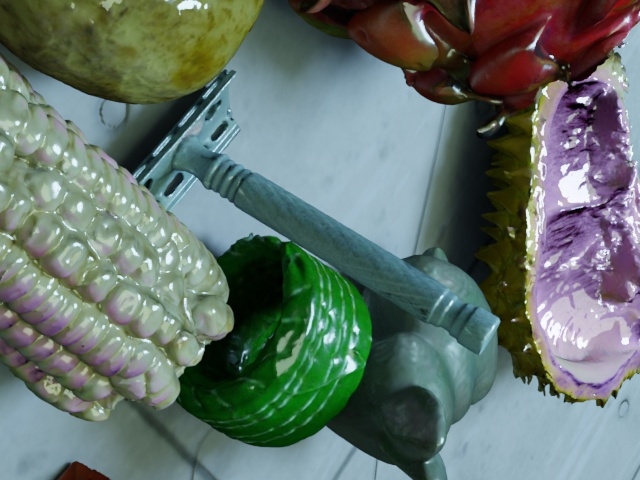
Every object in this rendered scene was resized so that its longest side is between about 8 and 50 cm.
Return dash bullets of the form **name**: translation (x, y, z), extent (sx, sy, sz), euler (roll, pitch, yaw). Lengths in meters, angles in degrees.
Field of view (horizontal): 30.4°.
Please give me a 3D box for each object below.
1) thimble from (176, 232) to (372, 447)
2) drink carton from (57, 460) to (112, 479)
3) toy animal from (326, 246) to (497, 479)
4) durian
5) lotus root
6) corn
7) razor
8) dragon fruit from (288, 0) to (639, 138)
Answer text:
- **thimble**: translation (-0.033, 0.064, 0.765), extent (0.090, 0.118, 0.130), euler (36, 57, -45)
- **drink carton**: translation (-0.177, 0.251, 0.699), extent (0.223, 0.071, 0.096), euler (-52, 135, -25)
- **toy animal**: translation (0.056, 0.097, 0.818), extent (0.127, 0.125, 0.251), euler (60, 16, -6)
- **durian**: translation (0.191, -0.008, 1.011), extent (0.191, 0.112, 0.341), euler (-24, 112, -32)
- **lotus root**: translation (-0.108, -0.136, 0.587), extent (0.214, 0.138, 0.138), euler (-16, 115, -58)
- **corn**: translation (-0.169, -0.031, 0.581), extent (0.126, 0.127, 0.335), euler (-55, 133, -20)
- **razor**: translation (0.000, 0.000, 0.704), extent (0.106, 0.232, 0.068), euler (-52, 166, -22)
- **dragon fruit**: translation (0.093, -0.200, 0.730), extent (0.307, 0.243, 0.227), euler (-28, 161, -45)
